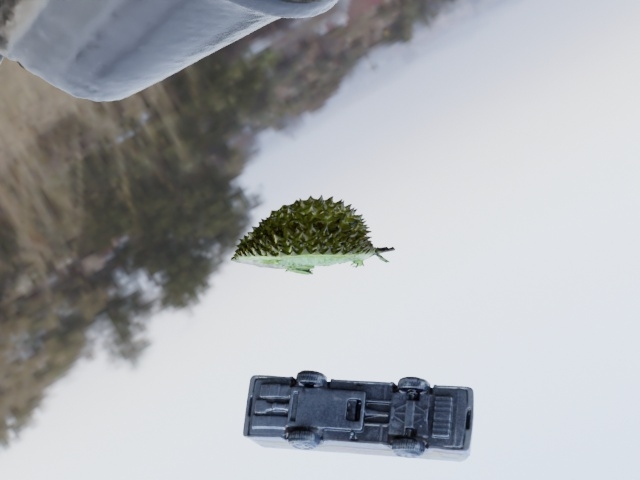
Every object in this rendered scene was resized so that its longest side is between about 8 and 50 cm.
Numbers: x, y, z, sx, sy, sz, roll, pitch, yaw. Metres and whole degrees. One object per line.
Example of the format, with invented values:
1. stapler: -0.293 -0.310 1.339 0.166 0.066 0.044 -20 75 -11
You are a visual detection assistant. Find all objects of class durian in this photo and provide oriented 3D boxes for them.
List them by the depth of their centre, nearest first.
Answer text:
1. durian: 0.000 0.000 1.587 0.215 0.086 0.100 -1 150 -15

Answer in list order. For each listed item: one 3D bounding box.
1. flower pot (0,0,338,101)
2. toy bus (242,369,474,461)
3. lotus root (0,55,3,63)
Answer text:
1. flower pot: -0.175 -0.274 1.155 0.251 0.379 0.379 -41 179 31
2. toy bus: 0.034 0.149 1.069 0.190 0.064 0.075 2 158 13
3. lotus root: -0.493 -0.283 1.551 0.142 0.210 0.314 -64 -154 19
